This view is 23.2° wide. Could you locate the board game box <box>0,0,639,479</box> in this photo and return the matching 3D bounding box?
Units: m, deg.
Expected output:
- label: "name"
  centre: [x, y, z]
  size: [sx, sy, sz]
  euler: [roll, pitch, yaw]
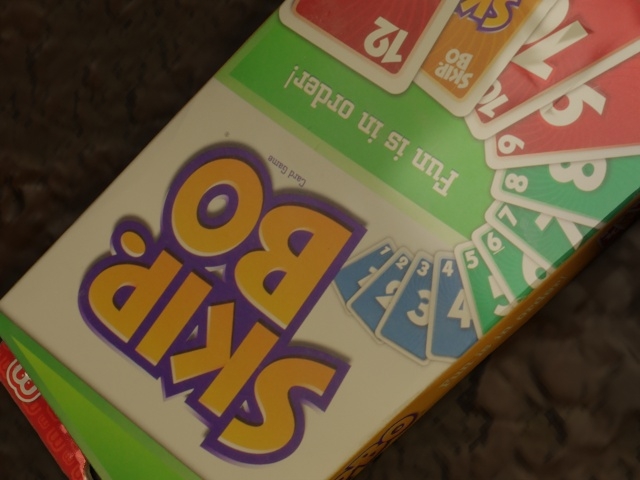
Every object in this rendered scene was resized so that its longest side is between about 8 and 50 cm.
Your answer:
- label: "board game box"
  centre: [0.000, 0.000, 0.494]
  size: [0.259, 0.039, 0.124]
  euler: [-45, 71, 19]
